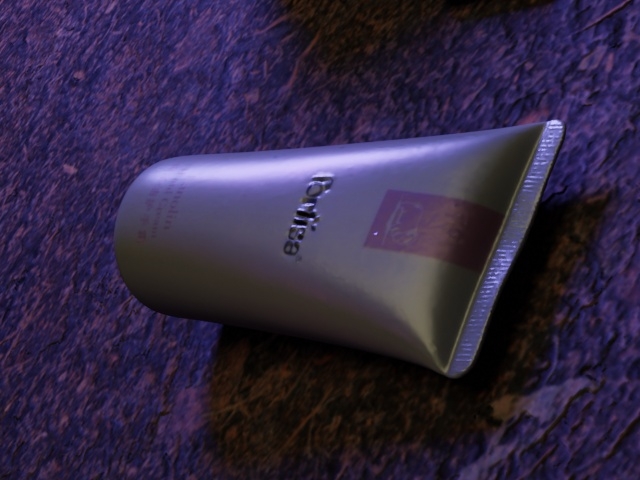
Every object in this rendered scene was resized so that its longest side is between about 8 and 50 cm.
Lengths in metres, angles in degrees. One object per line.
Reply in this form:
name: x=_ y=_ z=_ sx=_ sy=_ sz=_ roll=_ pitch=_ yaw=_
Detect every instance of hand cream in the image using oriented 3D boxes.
hand cream: x=0.000 y=0.000 z=1.256 sx=0.359 sy=0.118 sz=0.185 roll=0 pitch=58 yaw=47
